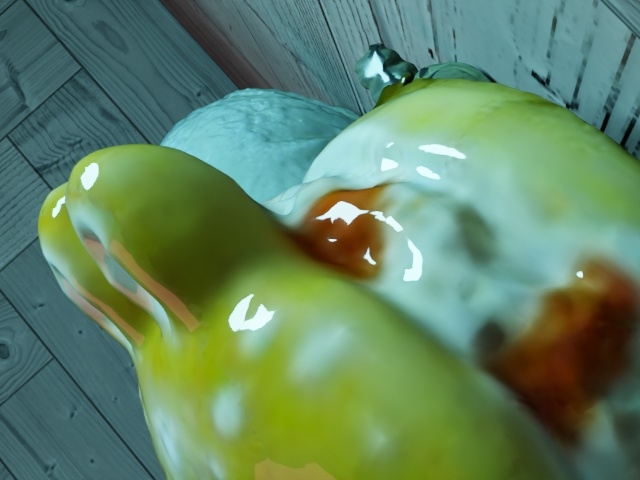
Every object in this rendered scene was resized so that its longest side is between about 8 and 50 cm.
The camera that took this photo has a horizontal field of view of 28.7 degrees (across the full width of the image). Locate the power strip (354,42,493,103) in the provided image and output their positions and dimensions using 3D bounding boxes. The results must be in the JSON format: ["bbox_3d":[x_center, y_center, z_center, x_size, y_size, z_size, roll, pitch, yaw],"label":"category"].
[{"bbox_3d":[0.143,0.047,0.564,0.387,0.066,0.092,49,178,16],"label":"power strip"}]

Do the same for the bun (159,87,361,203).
[{"bbox_3d":[0.000,0.000,1.157,0.362,0.211,0.362,50,-177,-3],"label":"bun"}]

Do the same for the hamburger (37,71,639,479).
[{"bbox_3d":[0.036,0.071,0.478,0.303,0.186,0.261,61,156,-12],"label":"hamburger"}]
